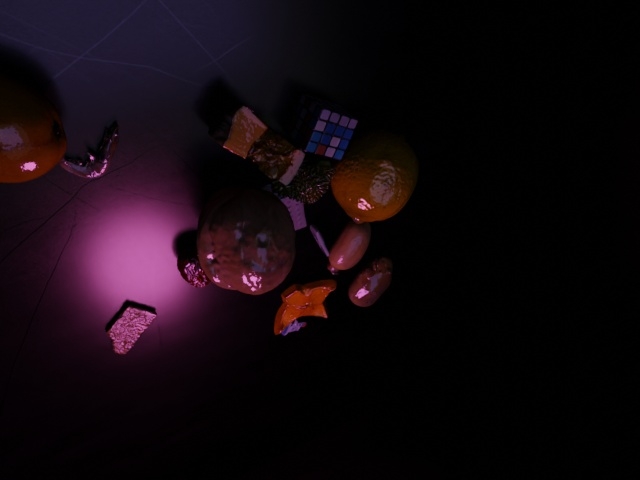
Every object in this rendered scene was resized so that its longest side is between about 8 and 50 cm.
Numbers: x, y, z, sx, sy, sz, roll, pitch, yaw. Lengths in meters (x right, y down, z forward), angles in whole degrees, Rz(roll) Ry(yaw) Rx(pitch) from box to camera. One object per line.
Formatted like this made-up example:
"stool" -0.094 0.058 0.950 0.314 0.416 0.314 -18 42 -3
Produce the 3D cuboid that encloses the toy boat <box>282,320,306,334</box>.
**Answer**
"toy boat" -0.140 0.424 2.154 0.105 0.034 0.149 -50 147 10

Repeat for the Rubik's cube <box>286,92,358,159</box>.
"Rubik's cube" 0.005 -0.378 1.468 0.154 0.155 0.151 7 120 -36

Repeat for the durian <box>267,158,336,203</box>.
"durian" -0.075 -0.218 1.508 0.237 0.200 0.176 17 91 -34

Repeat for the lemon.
"lemon" 0.194 -0.236 1.603 0.336 0.336 0.335 -17 133 -19

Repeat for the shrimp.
"shrimp" -0.660 -0.264 1.245 0.148 0.035 0.195 19 116 -38

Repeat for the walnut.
"walnut" -0.246 -0.007 1.482 0.382 0.381 0.381 -17 133 -19

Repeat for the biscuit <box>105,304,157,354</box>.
"biscuit" -0.751 0.345 1.706 0.237 0.026 0.131 -48 133 13

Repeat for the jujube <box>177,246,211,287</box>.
"jujube" -0.458 0.103 1.624 0.113 0.109 0.176 2 136 10

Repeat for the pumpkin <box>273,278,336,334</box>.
"pumpkin" -0.078 0.293 2.026 0.291 0.095 0.258 -12 133 -21

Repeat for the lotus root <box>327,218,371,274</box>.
"lotus root" 0.126 0.028 1.901 0.146 0.130 0.303 11 119 -36

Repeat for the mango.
"mango" -0.802 -0.274 1.019 0.379 0.221 0.263 9 124 -27

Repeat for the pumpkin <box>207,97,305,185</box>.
"pumpkin" -0.197 -0.301 1.323 0.139 0.281 0.190 -55 169 7

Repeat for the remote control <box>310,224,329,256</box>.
"remote control" 0.000 0.000 1.851 0.029 0.061 0.162 -34 137 -6

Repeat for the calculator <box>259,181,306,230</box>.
"calculator" -0.138 -0.130 1.685 0.161 0.021 0.261 -22 135 -15

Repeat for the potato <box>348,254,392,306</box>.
"potato" 0.247 0.200 2.117 0.192 0.141 0.296 6 120 -38
